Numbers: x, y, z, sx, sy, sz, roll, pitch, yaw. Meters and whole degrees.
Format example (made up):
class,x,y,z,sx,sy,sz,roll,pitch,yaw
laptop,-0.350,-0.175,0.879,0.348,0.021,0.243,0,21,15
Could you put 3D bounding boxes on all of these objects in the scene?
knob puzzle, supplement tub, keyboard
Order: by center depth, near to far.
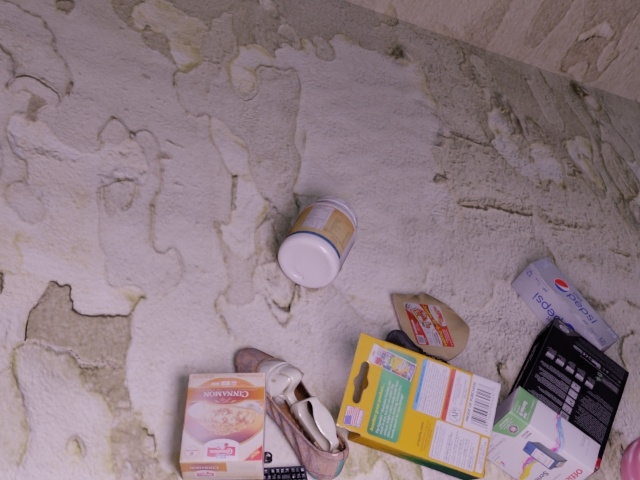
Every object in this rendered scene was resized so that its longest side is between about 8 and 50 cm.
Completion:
class,x,y,z,sx,sy,sz,roll,pitch,yaw
keyboard,-0.108,0.431,1.521,0.180,0.023,0.108,5,47,-25
supplement tub,0.000,0.000,1.940,0.144,0.144,0.199,32,39,-1
knob puzzle,0.268,0.208,1.993,0.213,0.030,0.213,18,41,-17

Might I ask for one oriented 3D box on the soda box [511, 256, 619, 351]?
class,x,y,z,sx,sy,sz,roll,pitch,yaw
soda box,0.637,0.184,2.205,0.091,0.098,0.286,-17,60,-41

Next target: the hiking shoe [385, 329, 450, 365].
class,x,y,z,sx,sy,sz,roll,pitch,yaw
hiking shoe,0.230,0.288,1.859,0.114,0.086,0.226,-22,73,-51

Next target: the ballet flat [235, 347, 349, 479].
class,x,y,z,sx,sy,sz,roll,pitch,yaw
ballet flat,-0.047,0.311,1.624,0.108,0.106,0.316,-23,64,-41

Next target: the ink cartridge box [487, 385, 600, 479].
class,x,y,z,sx,sy,sz,roll,pitch,yaw
ink cartridge box,0.457,0.437,1.789,0.212,0.154,0.093,35,40,2

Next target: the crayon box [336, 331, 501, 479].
class,x,y,z,sx,sy,sz,roll,pitch,yaw
crayon box,0.191,0.338,1.711,0.323,0.083,0.203,22,65,-11

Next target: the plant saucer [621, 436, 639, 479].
class,x,y,z,sx,sy,sz,roll,pitch,yaw
plant saucer,0.860,0.589,1.954,0.332,0.084,0.332,19,41,-17

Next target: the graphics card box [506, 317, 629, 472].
class,x,y,z,sx,sy,sz,roll,pitch,yaw
graphics card box,0.577,0.367,1.986,0.233,0.094,0.371,37,41,6

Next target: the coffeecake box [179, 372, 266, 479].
class,x,y,z,sx,sy,sz,roll,pitch,yaw
coffeecake box,-0.171,0.332,1.514,0.143,0.068,0.185,-1,45,-1
